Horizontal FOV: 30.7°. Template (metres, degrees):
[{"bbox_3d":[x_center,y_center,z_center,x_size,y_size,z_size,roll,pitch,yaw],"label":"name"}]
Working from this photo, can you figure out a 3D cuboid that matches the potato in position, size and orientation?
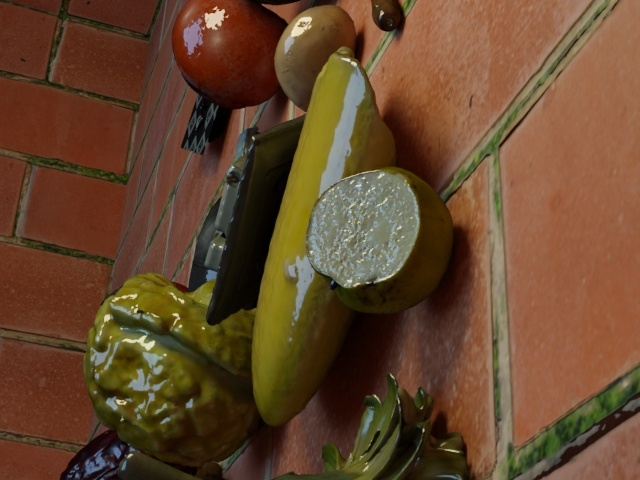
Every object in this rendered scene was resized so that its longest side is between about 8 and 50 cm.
[{"bbox_3d":[-0.005,-0.251,1.588,0.112,0.112,0.147,-101,31,-55],"label":"potato"}]

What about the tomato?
[{"bbox_3d":[-0.149,-0.318,1.944,0.184,0.208,0.208,-56,18,3],"label":"tomato"}]

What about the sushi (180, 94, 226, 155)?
[{"bbox_3d":[-0.219,-0.285,2.472,0.231,0.047,0.220,24,97,70],"label":"sushi"}]

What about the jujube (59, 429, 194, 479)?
[{"bbox_3d":[-0.337,0.419,2.079,0.342,0.216,0.216,-49,31,45],"label":"jujube"}]

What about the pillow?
[{"bbox_3d":[-0.152,0.058,1.851,0.186,0.106,0.250,-165,85,-67],"label":"pillow"}]

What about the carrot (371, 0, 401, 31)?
[{"bbox_3d":[0.078,-0.306,1.468,0.165,0.035,0.036,-95,23,-54],"label":"carrot"}]

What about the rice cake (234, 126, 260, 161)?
[{"bbox_3d":[-0.133,-0.080,2.008,0.045,0.042,0.245,-28,51,55],"label":"rice cake"}]

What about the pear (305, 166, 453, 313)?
[{"bbox_3d":[0.063,0.005,1.116,0.104,0.141,0.141,43,-139,-54],"label":"pear"}]

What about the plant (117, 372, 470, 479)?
[{"bbox_3d":[0.009,0.247,1.000,0.261,0.297,0.306,-15,41,38],"label":"plant"}]

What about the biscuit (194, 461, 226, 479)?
[{"bbox_3d":[-0.193,0.478,1.776,0.257,0.049,0.273,-124,50,-69],"label":"biscuit"}]

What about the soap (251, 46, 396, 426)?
[{"bbox_3d":[0.003,0.000,1.313,0.306,0.115,0.427,-111,36,-73],"label":"soap"}]

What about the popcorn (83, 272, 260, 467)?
[{"bbox_3d":[-0.194,0.170,1.597,0.247,0.282,0.282,-36,-34,-68],"label":"popcorn"}]

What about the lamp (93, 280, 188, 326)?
[{"bbox_3d":[-0.312,0.178,2.154,0.227,0.227,0.227,-167,90,-74],"label":"lamp"}]

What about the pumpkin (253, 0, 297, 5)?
[{"bbox_3d":[-0.063,-0.515,1.775,0.320,0.192,0.320,3,94,58],"label":"pumpkin"}]

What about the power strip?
[{"bbox_3d":[-0.070,-0.045,1.469,0.251,0.092,0.257,-22,-47,-56],"label":"power strip"}]
